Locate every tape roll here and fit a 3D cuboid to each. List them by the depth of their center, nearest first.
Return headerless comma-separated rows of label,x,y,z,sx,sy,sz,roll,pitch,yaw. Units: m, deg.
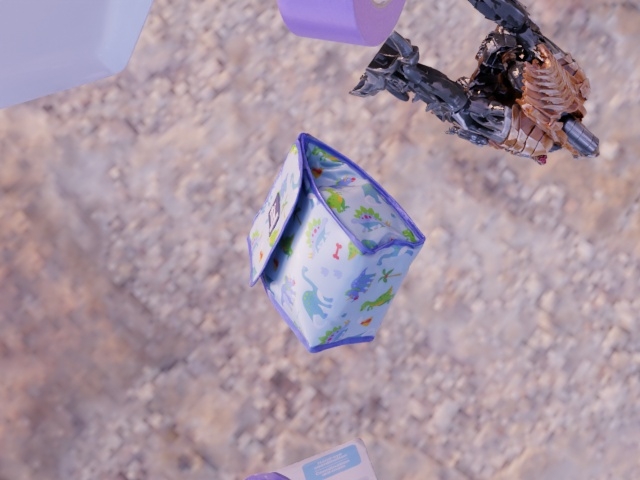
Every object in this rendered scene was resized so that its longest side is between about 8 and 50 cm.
tape roll,0.036,-0.351,1.901,0.090,0.275,0.274,10,126,17

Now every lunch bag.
lunch bag,0.000,0.000,1.532,0.151,0.096,0.128,53,131,32

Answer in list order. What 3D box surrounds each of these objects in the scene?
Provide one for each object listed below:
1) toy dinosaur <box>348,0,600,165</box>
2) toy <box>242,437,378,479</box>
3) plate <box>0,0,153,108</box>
toy dinosaur,0.170,-0.149,1.562,0.218,0.164,0.322,36,156,-1
toy,-0.026,0.171,0.914,0.137,0.237,0.056,-22,118,-1
plate,-0.288,-0.234,1.773,0.045,0.277,0.278,57,145,19
